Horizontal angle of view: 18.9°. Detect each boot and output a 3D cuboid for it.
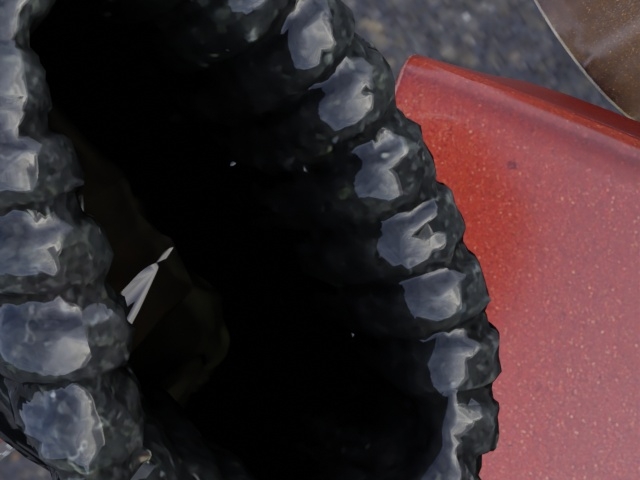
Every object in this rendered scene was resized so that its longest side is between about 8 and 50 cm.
[{"bbox_3d":[-0.123,-0.057,0.474,0.131,0.348,0.260,-53,21,-8],"label":"boot"}]

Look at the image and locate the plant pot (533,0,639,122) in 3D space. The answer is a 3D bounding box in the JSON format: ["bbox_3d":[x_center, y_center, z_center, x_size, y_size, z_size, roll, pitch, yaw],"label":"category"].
[{"bbox_3d":[0.263,-0.220,1.230,0.230,0.215,0.215,-31,60,26],"label":"plant pot"}]

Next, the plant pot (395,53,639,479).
[{"bbox_3d":[0.141,0.086,0.775,0.236,0.267,0.267,15,96,15],"label":"plant pot"}]

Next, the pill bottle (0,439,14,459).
[{"bbox_3d":[-0.335,0.131,1.401,0.318,0.176,0.176,-39,60,-5],"label":"pill bottle"}]
